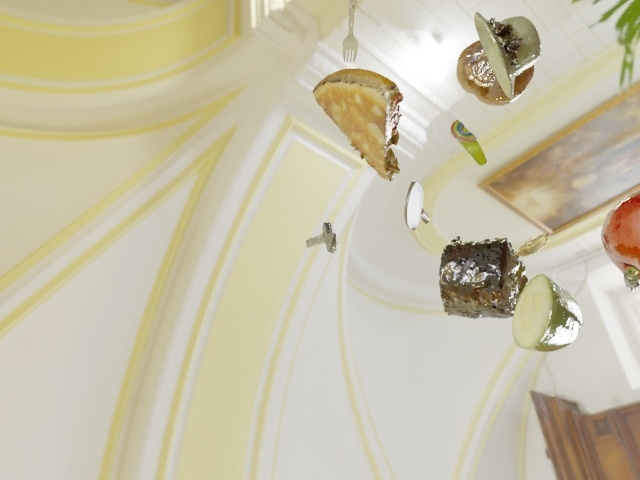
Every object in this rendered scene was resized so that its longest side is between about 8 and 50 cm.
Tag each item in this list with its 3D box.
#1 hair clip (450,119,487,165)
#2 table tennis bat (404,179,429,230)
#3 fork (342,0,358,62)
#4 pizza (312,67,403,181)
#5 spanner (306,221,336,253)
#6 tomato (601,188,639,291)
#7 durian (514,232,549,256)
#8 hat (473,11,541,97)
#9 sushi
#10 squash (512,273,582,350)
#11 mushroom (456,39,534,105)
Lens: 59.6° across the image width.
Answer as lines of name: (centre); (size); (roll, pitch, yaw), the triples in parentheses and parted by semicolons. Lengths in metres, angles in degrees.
hair clip: (0.490, -0.325, 1.855); (0.060, 0.033, 0.189); (-28, -110, -12)
table tennis bat: (0.285, -0.091, 1.644); (0.246, 0.022, 0.138); (30, -108, -63)
fork: (0.066, -0.488, 1.218); (0.028, 0.033, 0.220); (36, -124, -76)
pizza: (0.169, -0.391, 1.887); (0.130, 0.439, 0.406); (-38, -59, -18)
spanner: (0.000, 0.000, 1.693); (0.026, 0.325, 0.093); (-6, -93, -14)
tomato: (0.795, -0.045, 1.308); (0.176, 0.289, 0.335); (53, -174, 22)
durian: (0.695, 0.020, 1.832); (0.052, 0.130, 0.066); (57, -170, 9)
hat: (0.537, -0.543, 1.552); (0.257, 0.130, 0.257); (57, -163, -28)
sushi: (0.619, 0.143, 2.148); (0.281, 0.294, 0.300); (-51, -50, -41)
squash: (0.511, 0.172, 1.345); (0.260, 0.189, 0.190); (17, -130, -47)
mushroom: (0.612, -0.604, 1.965); (0.146, 0.278, 0.279); (40, -151, -67)
